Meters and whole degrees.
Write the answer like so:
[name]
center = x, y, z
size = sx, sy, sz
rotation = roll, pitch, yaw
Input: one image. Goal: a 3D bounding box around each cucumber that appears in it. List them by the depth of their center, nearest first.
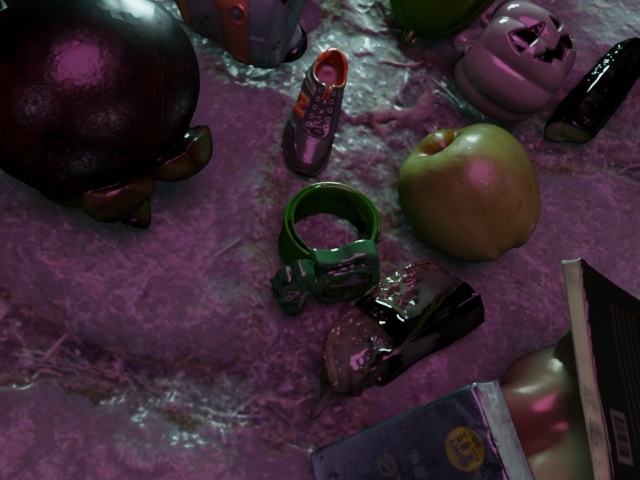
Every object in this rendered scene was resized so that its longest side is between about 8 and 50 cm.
[cucumber]
center = 0.433, -0.233, 1.492
size = 0.074, 0.074, 0.241
rotation = 40, 67, 5

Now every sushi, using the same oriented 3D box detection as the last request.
[sushi]
center = 0.078, 0.119, 1.279
size = 0.273, 0.134, 0.109
rotation = -32, 65, -5

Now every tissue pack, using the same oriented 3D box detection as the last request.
[tissue pack]
center = 0.125, 0.294, 1.148
size = 0.081, 0.257, 0.185
rotation = 6, 60, -51

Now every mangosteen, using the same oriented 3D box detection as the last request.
[mangosteen]
center = -0.290, -0.167, 1.214
size = 0.300, 0.300, 0.300
rotation = 4, 70, -10

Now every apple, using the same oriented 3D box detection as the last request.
[apple]
center = 0.204, -0.066, 1.327
size = 0.200, 0.200, 0.200
rotation = 4, 70, -10

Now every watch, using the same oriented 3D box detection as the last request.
[watch]
center = 0.000, 0.000, 1.296
size = 0.165, 0.131, 0.152
rotation = -10, 62, -14

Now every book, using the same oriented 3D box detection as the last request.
[book]
center = 0.393, 0.189, 1.213
size = 0.371, 0.043, 0.260
rotation = 27, 54, -51

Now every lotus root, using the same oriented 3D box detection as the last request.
[lotus root]
center = 0.168, -0.365, 1.452
size = 0.186, 0.186, 0.186
rotation = 4, 70, -10

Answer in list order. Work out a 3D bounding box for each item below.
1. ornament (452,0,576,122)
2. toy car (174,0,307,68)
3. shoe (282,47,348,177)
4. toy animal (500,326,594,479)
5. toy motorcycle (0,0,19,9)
[ornament]
center = 0.274, -0.265, 1.417
size = 0.177, 0.177, 0.177
rotation = 4, 70, -10
[toy car]
center = -0.108, -0.389, 1.391
size = 0.212, 0.180, 0.271
rotation = 12, 67, 4
[shoe]
center = -0.004, -0.186, 1.382
size = 0.074, 0.077, 0.194
rotation = 16, 67, -6
[toy animal]
center = 0.276, 0.266, 1.228
size = 0.213, 0.195, 0.256
rotation = -12, 64, 23
[toy motorcycle]
center = -0.474, -0.401, 1.299
size = 0.239, 0.204, 0.108
rotation = 23, 79, 1
